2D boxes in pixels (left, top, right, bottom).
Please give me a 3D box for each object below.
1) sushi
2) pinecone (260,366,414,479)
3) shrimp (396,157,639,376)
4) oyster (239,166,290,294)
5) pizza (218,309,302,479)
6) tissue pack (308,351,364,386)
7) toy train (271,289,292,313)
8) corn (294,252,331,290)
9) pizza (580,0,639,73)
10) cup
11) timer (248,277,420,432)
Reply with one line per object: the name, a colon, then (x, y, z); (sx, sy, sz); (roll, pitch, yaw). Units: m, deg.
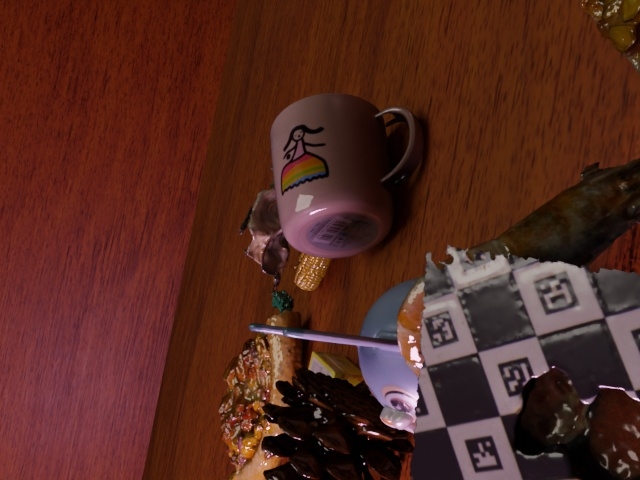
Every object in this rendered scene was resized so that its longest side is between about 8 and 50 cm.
sushi: (0.201, 0.143, 0.418); (0.290, 0.050, 0.263); (6, 96, 40)
pinecone: (0.011, 0.265, 0.750); (0.208, 0.208, 0.207); (-168, 90, -69)
shrimp: (0.207, 0.042, 0.506); (0.296, 0.169, 0.058); (-34, 24, 12)
oyster: (-0.054, -0.051, 1.131); (0.354, 0.107, 0.201); (-76, -18, -55)
pizza: (-0.124, 0.318, 1.201); (0.278, 0.114, 0.408); (48, 121, 58)
tissue pack: (0.011, 0.276, 0.933); (0.095, 0.062, 0.176); (23, 99, 66)
toy train: (-0.087, 0.137, 1.298); (0.092, 0.029, 0.045); (-144, 60, -65)
corn: (0.000, 0.000, 1.096); (0.067, 0.067, 0.206); (-119, 45, -59)
pizza: (0.285, -0.222, 0.508); (0.182, 0.063, 0.161); (179, 101, -67)
cup: (0.046, -0.103, 0.918); (0.253, 0.191, 0.200); (-22, 56, 26)
timer: (0.076, 0.128, 0.615); (0.175, 0.256, 0.175); (40, 137, 52)
